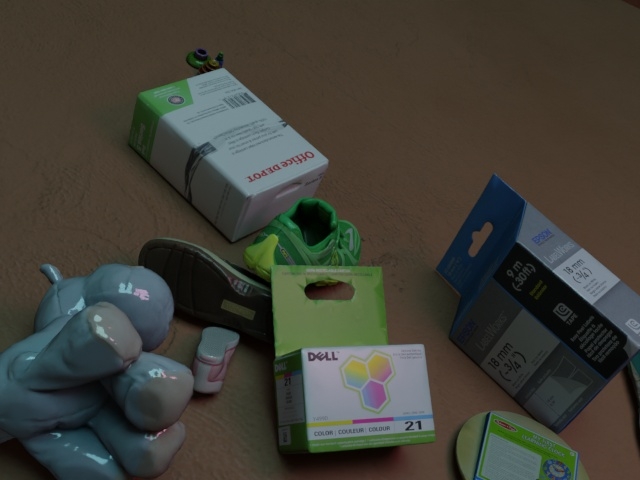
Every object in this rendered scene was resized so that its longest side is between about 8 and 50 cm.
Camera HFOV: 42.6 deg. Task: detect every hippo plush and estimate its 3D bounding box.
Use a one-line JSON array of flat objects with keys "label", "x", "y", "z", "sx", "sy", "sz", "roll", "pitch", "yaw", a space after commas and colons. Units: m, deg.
[{"label": "hippo plush", "x": -0.274, "y": 0.155, "z": 0.979, "sx": 0.294, "sy": 0.234, "sz": 0.236, "roll": -20, "pitch": 23, "yaw": 10}]

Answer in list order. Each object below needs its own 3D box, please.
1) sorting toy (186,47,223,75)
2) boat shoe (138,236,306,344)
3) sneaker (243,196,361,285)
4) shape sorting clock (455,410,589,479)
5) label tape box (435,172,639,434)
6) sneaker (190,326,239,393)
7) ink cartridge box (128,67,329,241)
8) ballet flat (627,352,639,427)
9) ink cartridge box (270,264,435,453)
[{"label": "sorting toy", "x": -0.218, "y": -0.351, "z": 1.605, "sx": 0.061, "sy": 0.042, "sz": 0.102, "roll": -11, "pitch": 53, "yaw": -35}, {"label": "boat shoe", "x": -0.139, "y": 0.074, "z": 1.187, "sx": 0.258, "sy": 0.095, "sz": 0.095, "roll": 30, "pitch": 8, "yaw": 1}, {"label": "sneaker", "x": 0.000, "y": 0.000, "z": 1.259, "sx": 0.109, "sy": 0.123, "sz": 0.295, "roll": 40, "pitch": 20, "yaw": 16}, {"label": "shape sorting clock", "x": 0.287, "y": 0.327, "z": 1.161, "sx": 0.206, "sy": 0.040, "sz": 0.206, "roll": 12, "pitch": 41, "yaw": -11}, {"label": "label tape box", "x": 0.313, "y": 0.099, "z": 1.260, "sx": 0.334, "sy": 0.240, "sz": 0.106, "roll": 44, "pitch": 46, "yaw": 20}, {"label": "sneaker", "x": -0.148, "y": 0.164, "z": 1.113, "sx": 0.051, "sy": 0.070, "sz": 0.134, "roll": 16, "pitch": 12, "yaw": 2}, {"label": "ink cartridge box", "x": -0.154, "y": -0.149, "z": 1.373, "sx": 0.273, "sy": 0.114, "sz": 0.198, "roll": 43, "pitch": 44, "yaw": 19}, {"label": "ballet flat", "x": 0.563, "y": 0.260, "z": 1.343, "sx": 0.077, "sy": 0.091, "sz": 0.240, "roll": 35, "pitch": 40, "yaw": -24}, {"label": "ink cartridge box", "x": 0.038, "y": 0.149, "z": 1.100, "sx": 0.189, "sy": 0.097, "sz": 0.255, "roll": 2, "pitch": 75, "yaw": -26}]
